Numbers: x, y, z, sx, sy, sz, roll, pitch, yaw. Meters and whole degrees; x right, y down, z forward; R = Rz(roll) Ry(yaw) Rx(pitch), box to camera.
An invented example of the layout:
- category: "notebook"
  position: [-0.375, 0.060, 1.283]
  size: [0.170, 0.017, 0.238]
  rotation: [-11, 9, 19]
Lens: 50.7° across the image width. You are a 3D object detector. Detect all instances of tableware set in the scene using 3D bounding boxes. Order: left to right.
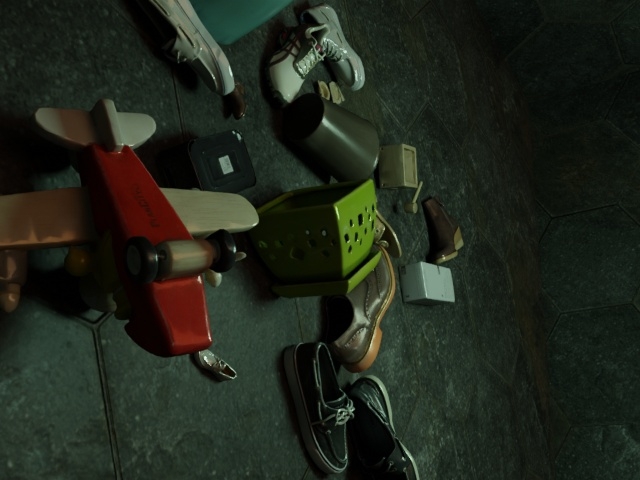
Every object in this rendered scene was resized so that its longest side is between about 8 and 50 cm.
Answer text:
- category: "tableware set"
  position: [0.034, -0.377, 1.881]
  size: [0.168, 0.020, 0.141]
  rotation: [-18, 95, -60]

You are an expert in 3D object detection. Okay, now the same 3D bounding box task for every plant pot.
- category: "plant pot"
  position: [-0.155, -0.591, 1.395]
  size: [0.293, 0.235, 0.293]
  rotation: [49, 30, -42]
- category: "plant pot"
  position: [0.000, 0.000, 1.483]
  size: [0.227, 0.228, 0.207]
  rotation: [-36, 115, -58]

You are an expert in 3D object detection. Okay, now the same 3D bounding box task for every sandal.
- category: "sandal"
  position: [0.138, -0.043, 1.892]
  size: [0.079, 0.088, 0.240]
  rotation: [-28, 97, -27]

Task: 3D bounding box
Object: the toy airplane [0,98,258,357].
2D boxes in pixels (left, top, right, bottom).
- category: "toy airplane"
  position: [-0.302, -0.015, 0.994]
  size: [0.386, 0.272, 0.384]
  rotation: [26, 35, -9]

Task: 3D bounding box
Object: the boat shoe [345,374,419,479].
- category: "boat shoe"
  position: [0.136, 0.497, 1.600]
  size: [0.113, 0.127, 0.340]
  rotation: [-10, 85, -59]

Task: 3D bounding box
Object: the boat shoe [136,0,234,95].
- category: "boat shoe"
  position: [-0.268, -0.390, 1.317]
  size: [0.088, 0.096, 0.267]
  rotation: [-43, 120, -24]

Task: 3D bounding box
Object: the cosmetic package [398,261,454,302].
- category: "cosmetic package"
  position: [0.336, 0.138, 2.116]
  size: [0.231, 0.085, 0.117]
  rotation: [12, 67, -58]

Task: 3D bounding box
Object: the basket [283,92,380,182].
- category: "basket"
  position: [0.025, -0.263, 1.701]
  size: [0.227, 0.154, 0.204]
  rotation: [25, 56, -49]

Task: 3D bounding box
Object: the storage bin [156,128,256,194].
- category: "storage bin"
  position: [-0.216, -0.137, 1.307]
  size: [0.180, 0.084, 0.122]
  rotation: [-32, 106, -58]

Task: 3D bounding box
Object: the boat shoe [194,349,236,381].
- category: "boat shoe"
  position: [-0.191, 0.229, 1.248]
  size: [0.100, 0.035, 0.035]
  rotation: [52, 38, -35]

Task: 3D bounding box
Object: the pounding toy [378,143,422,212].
- category: "pounding toy"
  position: [0.247, -0.185, 2.098]
  size: [0.181, 0.094, 0.206]
  rotation: [-3, 90, -64]

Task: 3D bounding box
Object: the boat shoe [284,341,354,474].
- category: "boat shoe"
  position: [0.018, 0.365, 1.474]
  size: [0.113, 0.105, 0.306]
  rotation: [-19, 95, -60]

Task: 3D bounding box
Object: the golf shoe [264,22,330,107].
- category: "golf shoe"
  position: [-0.057, -0.445, 1.662]
  size: [0.105, 0.120, 0.273]
  rotation: [48, 42, -42]

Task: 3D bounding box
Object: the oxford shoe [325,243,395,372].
- category: "oxford shoe"
  position: [0.093, 0.137, 1.676]
  size: [0.133, 0.130, 0.364]
  rotation: [42, 43, -33]

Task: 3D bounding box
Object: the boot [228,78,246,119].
- category: "boot"
  position: [-0.206, -0.325, 1.442]
  size: [0.114, 0.037, 0.106]
  rotation: [40, 33, -50]

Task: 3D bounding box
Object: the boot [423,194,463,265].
- category: "boot"
  position: [0.398, -0.036, 2.319]
  size: [0.207, 0.090, 0.248]
  rotation: [61, 33, -3]

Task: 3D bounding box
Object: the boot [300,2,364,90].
- category: "boot"
  position: [0.025, -0.525, 1.872]
  size: [0.123, 0.095, 0.258]
  rotation: [-39, 104, -51]
